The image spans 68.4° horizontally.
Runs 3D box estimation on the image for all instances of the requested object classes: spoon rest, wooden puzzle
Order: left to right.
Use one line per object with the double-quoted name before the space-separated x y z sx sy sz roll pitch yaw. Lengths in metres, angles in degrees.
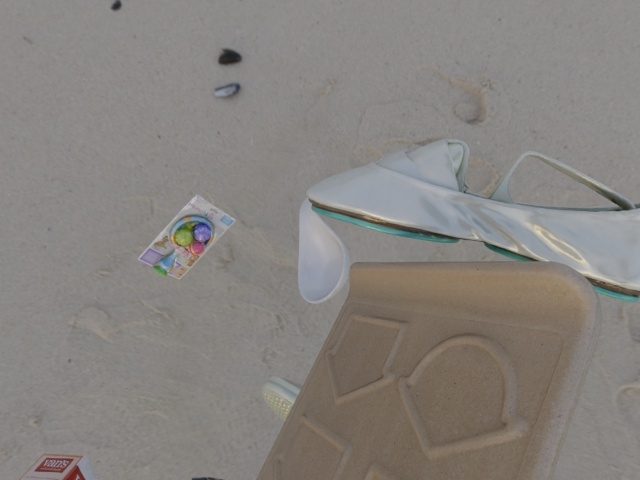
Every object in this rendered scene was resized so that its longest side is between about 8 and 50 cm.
"spoon rest" 0.000 0.000 0.950 0.084 0.137 0.276 27 44 -31
"wooden puzzle" 0.063 0.190 0.420 0.081 0.322 0.347 29 76 -22

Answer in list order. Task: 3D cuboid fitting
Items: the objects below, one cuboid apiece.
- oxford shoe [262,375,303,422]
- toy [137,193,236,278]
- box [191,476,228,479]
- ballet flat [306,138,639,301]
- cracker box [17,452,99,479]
"oxford shoe" 0.109 0.342 0.839 0.450 0.169 0.130 24 60 4
"toy" -0.343 0.008 1.226 0.237 0.137 0.056 -43 42 12
"box" -0.237 0.627 1.029 0.045 0.184 0.190 -9 60 9
"ballet flat" 0.186 -0.048 0.546 0.401 0.139 0.139 16 76 11
"cracker box" -0.290 0.347 0.440 0.067 0.232 0.155 -7 112 18
